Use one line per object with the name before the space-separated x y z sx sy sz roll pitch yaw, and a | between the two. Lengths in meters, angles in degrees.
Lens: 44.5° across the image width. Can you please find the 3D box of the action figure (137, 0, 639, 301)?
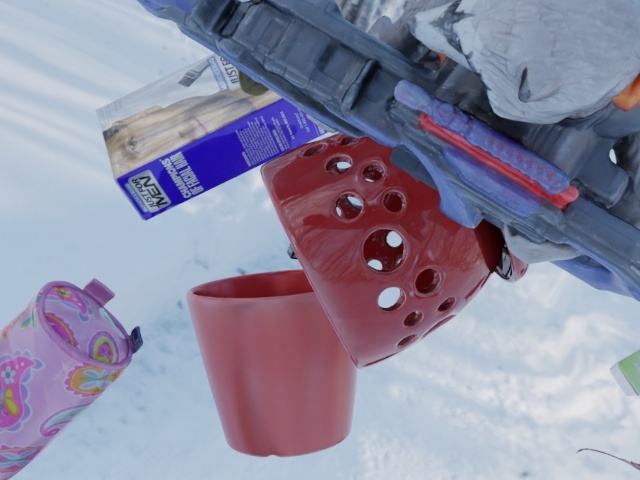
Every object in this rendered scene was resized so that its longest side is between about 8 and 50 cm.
action figure | 0.077 -0.119 0.454 0.341 0.178 0.330 30 8 -5

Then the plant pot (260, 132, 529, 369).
plant pot | 0.064 -0.015 0.652 0.191 0.174 0.191 61 0 1

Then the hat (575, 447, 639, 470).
hat | 0.543 0.357 1.153 0.173 0.183 0.208 -20 77 -30

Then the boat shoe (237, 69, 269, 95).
boat shoe | -0.063 -0.245 0.926 0.056 0.153 0.048 8 3 -3

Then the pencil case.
pencil case | -0.319 0.163 0.816 0.124 0.284 0.124 41 17 -16

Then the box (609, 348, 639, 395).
box | 0.563 0.115 1.100 0.058 0.322 0.232 57 8 19

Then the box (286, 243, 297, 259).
box | 0.000 0.000 1.149 0.083 0.067 0.018 8 28 -30

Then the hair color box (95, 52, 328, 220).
hair color box | -0.161 -0.190 1.210 0.185 0.339 0.110 63 0 41

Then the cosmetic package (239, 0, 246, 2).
cosmetic package | -0.155 -0.480 0.655 0.394 0.327 0.329 26 30 -28

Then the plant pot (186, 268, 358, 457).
plant pot | -0.058 0.182 1.195 0.275 0.243 0.275 -4 5 0
